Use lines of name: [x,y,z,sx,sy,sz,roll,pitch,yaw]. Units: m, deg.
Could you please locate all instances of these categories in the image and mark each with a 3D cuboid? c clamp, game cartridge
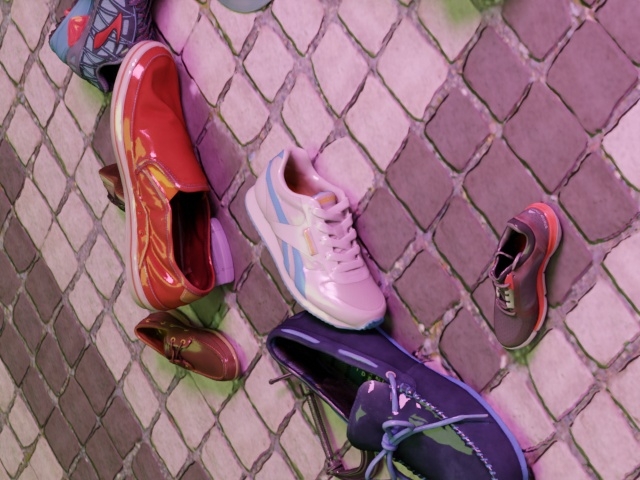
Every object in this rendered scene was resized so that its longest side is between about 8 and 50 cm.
c clamp: [0.012,0.214,1.790,0.137,0.022,0.160,-34,74,45]
game cartridge: [-0.133,0.015,1.903,0.056,0.017,0.083,-16,89,55]

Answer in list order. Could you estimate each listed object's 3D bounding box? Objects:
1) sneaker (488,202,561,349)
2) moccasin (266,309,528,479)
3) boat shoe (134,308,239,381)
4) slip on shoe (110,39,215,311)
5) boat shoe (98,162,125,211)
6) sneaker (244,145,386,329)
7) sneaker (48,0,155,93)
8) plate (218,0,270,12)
sneaker: [0.184,0.038,1.486,0.061,0.065,0.158,31,124,41]
moccasin: [0.069,0.192,1.633,0.342,0.117,0.137,33,125,40]
boat shoe: [-0.172,0.140,1.953,0.178,0.060,0.064,25,120,44]
slip on shoe: [-0.182,-0.078,1.855,0.101,0.123,0.331,-3,93,30]
boat shoe: [-0.244,-0.061,1.979,0.152,0.056,0.049,41,149,60]
sneaker: [0.000,0.000,1.682,0.228,0.087,0.092,54,135,22]
sneaker: [-0.235,-0.276,1.890,0.125,0.104,0.262,50,142,3]
plate: [-0.101,-0.353,1.739,0.188,0.024,0.188,19,115,47]
